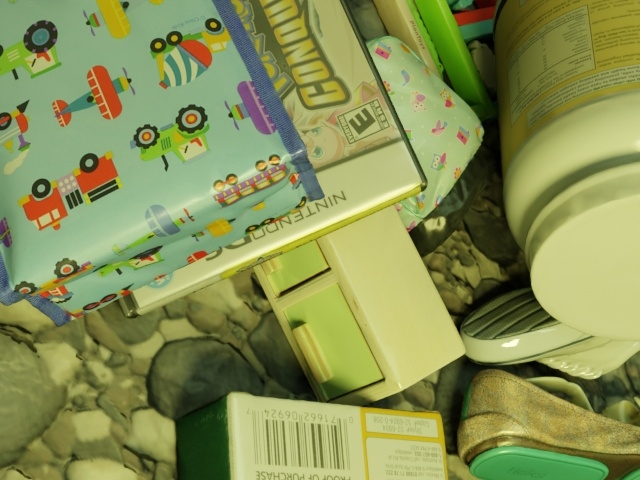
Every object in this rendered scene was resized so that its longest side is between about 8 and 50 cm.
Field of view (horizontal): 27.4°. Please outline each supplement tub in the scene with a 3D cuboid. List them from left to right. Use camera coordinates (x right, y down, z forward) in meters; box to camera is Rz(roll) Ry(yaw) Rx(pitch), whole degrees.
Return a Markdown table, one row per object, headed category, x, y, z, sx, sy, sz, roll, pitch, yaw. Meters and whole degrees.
| category | x | y | z | sx | sy | sz | roll | pitch | yaw |
| --- | --- | --- | --- | --- | --- | --- | --- | --- | --- |
| supplement tub | 0.279 | -0.103 | 1.169 | 0.241 | 0.241 | 0.331 | 27 | 46 | -27 |

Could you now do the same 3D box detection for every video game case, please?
| category | x | y | z | sx | sy | sz | roll | pitch | yaw |
| --- | --- | --- | --- | --- | --- | --- | --- | --- | --- |
| video game case | -0.086 | -0.114 | 0.997 | 0.248 | 0.035 | 0.275 | -24 | 85 | -1 |

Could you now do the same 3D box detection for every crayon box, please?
| category | x | y | z | sx | sy | sz | roll | pitch | yaw |
| --- | --- | --- | --- | --- | --- | --- | --- | --- | --- |
| crayon box | 0.005 | 0.284 | 0.963 | 0.203 | 0.083 | 0.323 | 11 | 64 | -35 |

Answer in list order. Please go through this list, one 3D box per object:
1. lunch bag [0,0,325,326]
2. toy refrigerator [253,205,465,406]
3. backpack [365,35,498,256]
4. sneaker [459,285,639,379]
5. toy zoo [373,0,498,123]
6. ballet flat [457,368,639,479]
| category | x | y | z | sx | sy | sz | roll | pitch | yaw |
| --- | --- | --- | --- | --- | --- | --- | --- | --- | --- |
| lunch bag | -0.161 | -0.122 | 0.927 | 0.221 | 0.138 | 0.293 | -26 | 77 | 0 |
| toy refrigerator | 0.000 | 0.000 | 1.071 | 0.094 | 0.102 | 0.269 | -25 | 87 | -42 |
| backpack | 0.062 | -0.091 | 1.151 | 0.182 | 0.115 | 0.152 | 45 | 52 | -12 |
| sneaker | 0.243 | 0.089 | 1.232 | 0.258 | 0.094 | 0.091 | -13 | 111 | -28 |
| toy zoo | 0.183 | -0.225 | 1.361 | 0.293 | 0.030 | 0.192 | -19 | 83 | -42 |
| ballet flat | 0.257 | 0.185 | 1.195 | 0.316 | 0.107 | 0.106 | 23 | 45 | -29 |
